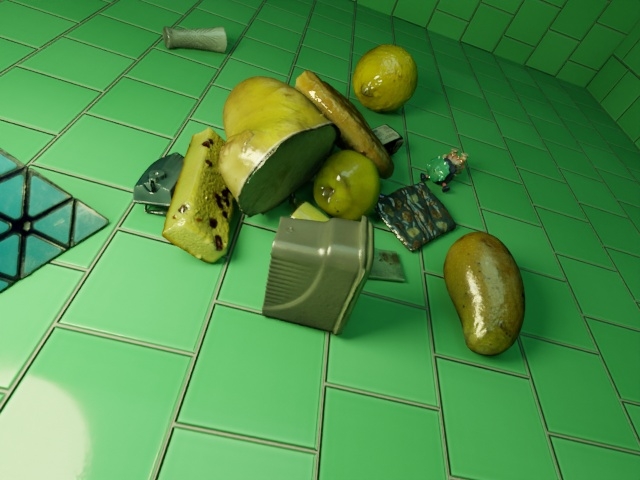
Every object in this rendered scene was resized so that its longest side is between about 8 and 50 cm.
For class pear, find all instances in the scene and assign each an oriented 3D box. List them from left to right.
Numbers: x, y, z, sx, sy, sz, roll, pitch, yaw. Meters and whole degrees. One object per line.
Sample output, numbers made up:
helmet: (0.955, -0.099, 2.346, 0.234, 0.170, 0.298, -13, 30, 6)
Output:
pear: (0.075, -0.146, 1.092, 0.199, 0.198, 0.198, 12, 45, -12)

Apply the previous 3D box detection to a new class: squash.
squash: (0.000, 0.000, 0.966, 0.187, 0.123, 0.123, 37, 45, 14)

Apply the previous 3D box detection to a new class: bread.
bread: (-0.266, -0.115, 0.953, 0.138, 0.077, 0.361, 47, 28, -40)

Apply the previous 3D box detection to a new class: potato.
potato: (-0.160, -0.261, 1.005, 0.296, 0.289, 0.397, 44, 45, 10)

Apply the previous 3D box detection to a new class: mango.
mango: (0.411, 0.120, 0.998, 0.177, 0.175, 0.329, -21, 44, 18)

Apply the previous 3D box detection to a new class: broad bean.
broad bean: (0.013, -0.038, 1.049, 0.256, 0.052, 0.052, 37, 33, 18)

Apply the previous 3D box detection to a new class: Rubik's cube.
Rubik's cube: (-0.592, -0.044, 0.743, 0.229, 0.228, 0.233, -33, 17, -1)

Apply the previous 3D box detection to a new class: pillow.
pillow: (0.286, -0.079, 1.202, 0.256, 0.034, 0.188, -24, 74, -35)

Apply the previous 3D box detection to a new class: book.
book: (0.144, 0.058, 1.043, 0.135, 0.017, 0.103, 7, 47, -16)

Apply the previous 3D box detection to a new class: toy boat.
toy boat: (-0.373, -0.147, 0.982, 0.093, 0.103, 0.246, 6, 34, -5)

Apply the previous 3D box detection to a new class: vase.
vase: (-0.474, -0.760, 1.518, 0.220, 0.096, 0.096, -13, 55, -29)

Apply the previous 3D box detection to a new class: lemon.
lemon: (0.254, -0.636, 1.591, 0.254, 0.253, 0.310, 35, 45, 12)

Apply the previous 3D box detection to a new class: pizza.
pizza: (0.077, -0.337, 1.194, 0.409, 0.114, 0.277, 41, 18, -33)

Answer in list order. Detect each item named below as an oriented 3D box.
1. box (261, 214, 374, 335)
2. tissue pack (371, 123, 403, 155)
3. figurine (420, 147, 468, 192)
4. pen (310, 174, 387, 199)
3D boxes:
box: (-0.013, 0.067, 0.797, 0.179, 0.274, 0.138, 11, 43, -4)
tissue pack: (0.197, -0.332, 1.388, 0.103, 0.090, 0.170, 43, 49, 19)
figurine: (0.443, -0.247, 1.406, 0.112, 0.102, 0.195, 34, 40, 28)
pen: (0.082, -0.157, 1.213, 0.270, 0.033, 0.033, 16, 44, -8)
